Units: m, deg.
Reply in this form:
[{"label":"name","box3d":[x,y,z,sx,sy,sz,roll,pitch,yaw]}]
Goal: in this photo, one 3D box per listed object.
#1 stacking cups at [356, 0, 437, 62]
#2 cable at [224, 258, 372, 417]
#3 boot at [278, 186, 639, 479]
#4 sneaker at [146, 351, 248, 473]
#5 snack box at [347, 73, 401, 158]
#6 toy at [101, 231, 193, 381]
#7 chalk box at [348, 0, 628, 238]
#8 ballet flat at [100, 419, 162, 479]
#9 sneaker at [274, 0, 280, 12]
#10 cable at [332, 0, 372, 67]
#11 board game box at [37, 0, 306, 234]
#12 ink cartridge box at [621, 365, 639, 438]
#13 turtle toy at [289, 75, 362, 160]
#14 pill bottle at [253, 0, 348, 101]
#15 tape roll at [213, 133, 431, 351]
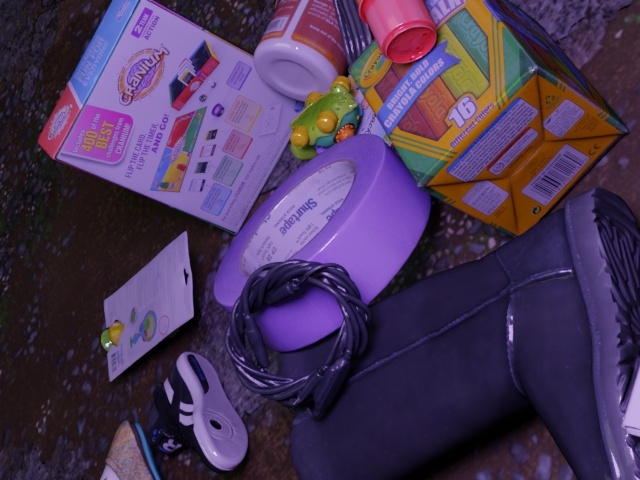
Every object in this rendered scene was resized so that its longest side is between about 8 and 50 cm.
[{"label":"stacking cups","box3d":[0.041,-0.331,1.375,0.096,0.096,0.316,-38,53,30]},{"label":"cable","box3d":[-0.025,0.093,1.333,0.151,0.047,0.184,34,118,18]},{"label":"boot","box3d":[0.145,0.190,1.261,0.445,0.146,0.367,-29,44,33]},{"label":"sneaker","box3d":[-0.169,0.259,1.638,0.121,0.079,0.217,-54,33,19]},{"label":"snack box","box3d":[0.077,-0.172,1.597,0.141,0.037,0.100,32,98,50]},{"label":"toy","box3d":[-0.237,0.102,1.798,0.237,0.056,0.136,-35,53,39]},{"label":"chalk box","box3d":[0.169,-0.177,1.388,0.180,0.179,0.289,-48,43,20]},{"label":"ballet flat","box3d":[-0.231,0.366,1.600,0.123,0.123,0.348,-54,43,14]},{"label":"sneaker","box3d":[-0.028,-0.313,1.768,0.084,0.070,0.185,-30,48,53]},{"label":"cable","box3d":[0.035,-0.343,1.534,0.139,0.072,0.287,109,143,-60]},{"label":"board game box","box3d":[-0.186,-0.169,1.669,0.064,0.317,0.242,38,100,49]},{"label":"ink cartridge box","box3d":[0.371,0.077,1.048,0.100,0.172,0.237,12,81,50]},{"label":"turtle toy","box3d":[0.005,-0.146,1.584,0.130,0.066,0.095,-27,31,41]},{"label":"pill bottle","box3d":[0.004,-0.302,1.657,0.121,0.121,0.216,-5,52,47]},{"label":"tape roll","box3d":[0.000,0.000,1.473,0.275,0.090,0.274,-38,21,18]}]
